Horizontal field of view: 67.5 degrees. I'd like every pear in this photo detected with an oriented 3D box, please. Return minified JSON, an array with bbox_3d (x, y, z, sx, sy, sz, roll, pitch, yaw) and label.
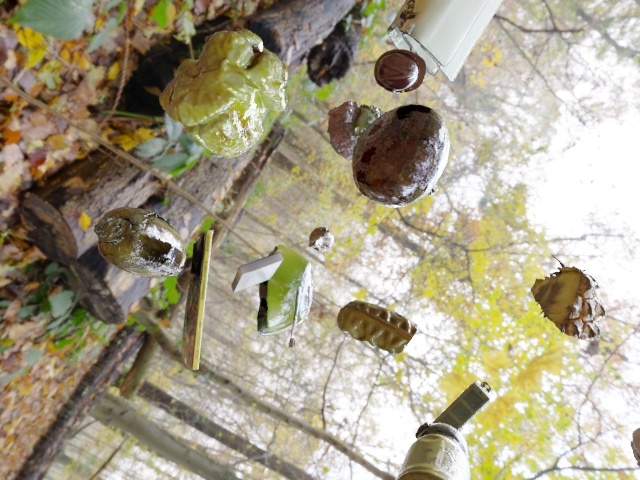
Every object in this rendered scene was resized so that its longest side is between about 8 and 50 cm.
[{"bbox_3d":[-0.130,0.221,2.029,0.399,0.165,0.399,8,90,-79],"label":"pear"}]

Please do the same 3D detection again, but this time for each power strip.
[{"bbox_3d":[0.457,0.567,1.572,0.272,0.078,0.052,-53,154,20],"label":"power strip"}]

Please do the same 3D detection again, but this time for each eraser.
[{"bbox_3d":[-0.155,0.078,1.138,0.103,0.023,0.150,-20,166,-25],"label":"eraser"}]

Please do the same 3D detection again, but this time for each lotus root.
[{"bbox_3d":[-0.547,0.010,1.479,0.397,0.179,0.196,54,24,-73],"label":"lotus root"}]

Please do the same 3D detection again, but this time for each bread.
[{"bbox_3d":[0.159,0.239,1.371,0.128,0.231,0.088,-53,151,-40],"label":"bread"}]

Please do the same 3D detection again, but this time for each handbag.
[{"bbox_3d":[0.340,-0.617,1.192,0.160,0.236,0.359,38,-78,36],"label":"handbag"}]

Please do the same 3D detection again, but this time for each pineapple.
[{"bbox_3d":[0.678,0.155,1.258,0.158,0.161,0.334,-64,174,10],"label":"pineapple"}]

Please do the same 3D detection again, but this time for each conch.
[{"bbox_3d":[0.005,0.003,1.616,0.086,0.080,0.233,-27,-167,3],"label":"conch"}]

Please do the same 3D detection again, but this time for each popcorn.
[{"bbox_3d":[-0.196,-0.322,1.048,0.276,0.225,0.277,-22,-126,33],"label":"popcorn"}]

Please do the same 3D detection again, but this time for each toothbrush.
[{"bbox_3d":[-0.093,0.280,1.779,0.024,0.018,0.257,-26,-137,35],"label":"toothbrush"}]

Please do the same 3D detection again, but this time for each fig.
[{"bbox_3d":[0.181,-0.180,1.049,0.235,0.214,0.235,-41,179,-1],"label":"fig"}]

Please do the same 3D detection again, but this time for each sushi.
[{"bbox_3d":[0.129,-0.302,1.372,0.107,0.241,0.161,-14,-105,47],"label":"sushi"}]

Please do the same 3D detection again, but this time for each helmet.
[{"bbox_3d":[0.165,-0.352,0.999,0.057,0.111,0.089,-63,158,-68],"label":"helmet"}]

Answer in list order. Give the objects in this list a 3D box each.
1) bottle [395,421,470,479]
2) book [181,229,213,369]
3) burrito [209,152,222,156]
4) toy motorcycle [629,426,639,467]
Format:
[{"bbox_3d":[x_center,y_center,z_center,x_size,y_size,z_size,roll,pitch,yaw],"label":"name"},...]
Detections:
[{"bbox_3d":[0.293,0.580,1.205,0.171,0.171,0.351,-52,166,17],"label":"bottle"},{"bbox_3d":[-0.359,0.170,1.385,0.262,0.028,0.374,159,-63,-65],"label":"book"},{"bbox_3d":[-0.286,-0.279,1.452,0.074,0.044,0.118,-45,-161,-33],"label":"burrito"},{"bbox_3d":[0.694,0.501,0.953,0.112,0.112,0.254,-45,-139,43],"label":"toy motorcycle"}]
